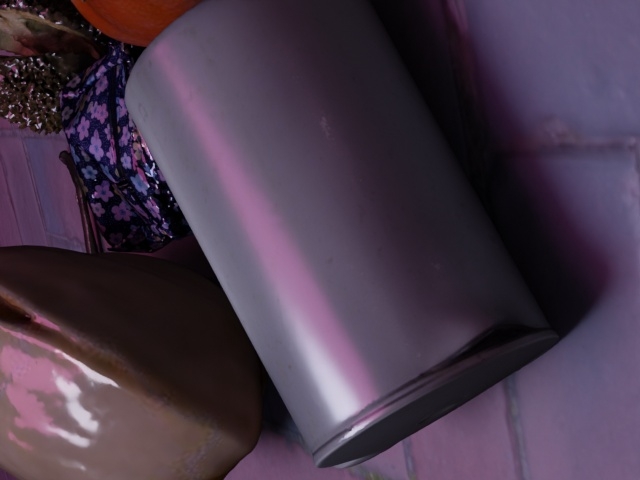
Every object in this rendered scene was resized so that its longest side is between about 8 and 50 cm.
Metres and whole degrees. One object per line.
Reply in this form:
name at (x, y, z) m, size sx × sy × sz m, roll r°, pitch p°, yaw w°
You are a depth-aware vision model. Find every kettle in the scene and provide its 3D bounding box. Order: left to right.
kettle at (-0.006, -0.001, 0.856) m, size 0.265 × 0.205 × 0.318 m, roll -38°, pitch 73°, yaw 28°

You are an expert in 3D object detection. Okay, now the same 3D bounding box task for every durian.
durian at (-0.323, -0.219, 1.366) m, size 0.167 × 0.196 × 0.196 m, roll 11°, pitch 120°, yaw 23°

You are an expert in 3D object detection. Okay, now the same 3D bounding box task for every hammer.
hammer at (-0.323, 0.019, 1.638) m, size 0.125 × 0.027 × 0.297 m, roll 30°, pitch 131°, yaw 57°

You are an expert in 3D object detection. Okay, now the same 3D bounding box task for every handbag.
handbag at (-0.185, -0.105, 1.217) m, size 0.208 × 0.127 × 0.228 m, roll -16°, pitch 92°, yaw 56°

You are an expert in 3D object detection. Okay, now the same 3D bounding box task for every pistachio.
pistachio at (-0.244, 0.144, 1.262) m, size 0.445 × 0.281 × 0.365 m, roll 19°, pitch 162°, yaw 39°

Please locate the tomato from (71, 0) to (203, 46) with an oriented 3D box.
tomato at (-0.126, -0.282, 0.896) m, size 0.256 × 0.224 × 0.256 m, roll 158°, pitch 90°, yaw -78°
